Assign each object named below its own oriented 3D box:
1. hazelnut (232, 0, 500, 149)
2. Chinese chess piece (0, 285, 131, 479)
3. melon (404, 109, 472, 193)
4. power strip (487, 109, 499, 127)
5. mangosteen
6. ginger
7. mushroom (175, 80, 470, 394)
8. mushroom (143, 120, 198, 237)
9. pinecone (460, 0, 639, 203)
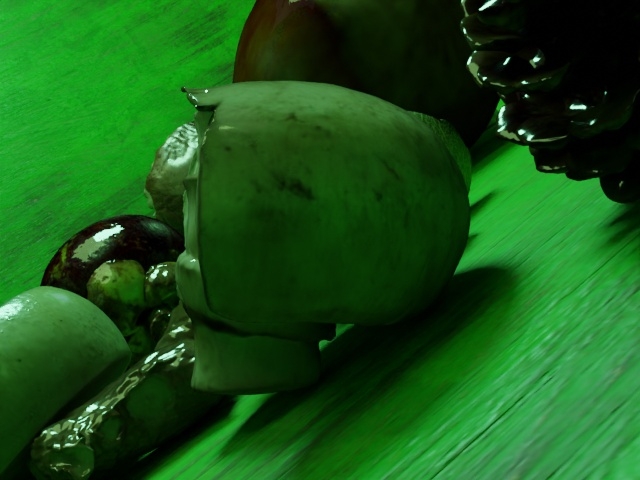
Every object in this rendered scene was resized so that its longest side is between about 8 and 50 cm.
[{"bbox_3d":[0.056,-0.207,1.267,0.366,0.365,0.366,-33,6,4],"label":"hazelnut"},{"bbox_3d":[-0.253,0.143,0.815,0.237,0.092,0.238,-51,-3,-4],"label":"Chinese chess piece"},{"bbox_3d":[0.056,-0.050,0.893,0.160,0.079,0.128,-16,47,5],"label":"melon"},{"bbox_3d":[0.164,-0.135,1.436,0.192,0.035,0.081,-34,6,4],"label":"power strip"},{"bbox_3d":[-0.206,0.074,1.152,0.192,0.192,0.217,-35,38,-18],"label":"mangosteen"},{"bbox_3d":[-0.095,0.086,0.780,0.290,0.084,0.122,-37,0,-35],"label":"ginger"},{"bbox_3d":[0.000,0.000,0.663,0.189,0.195,0.254,0,1,-4],"label":"mushroom"},{"bbox_3d":[-0.177,-0.021,1.565,0.301,0.233,0.208,-58,24,32],"label":"mushroom"},{"bbox_3d":[0.166,-0.127,0.556,0.184,0.204,0.179,-35,25,-8],"label":"pinecone"}]
